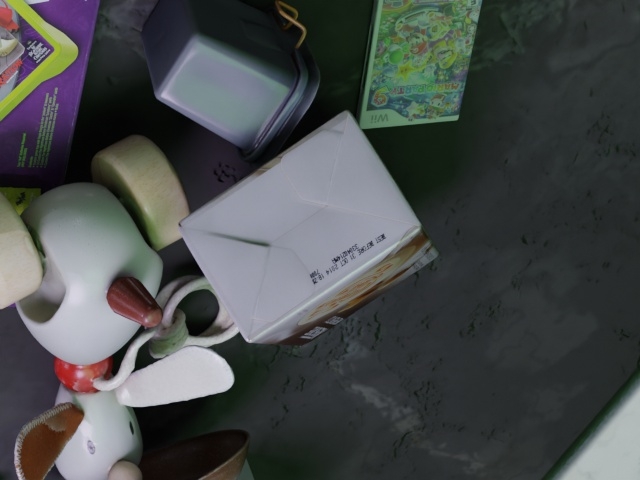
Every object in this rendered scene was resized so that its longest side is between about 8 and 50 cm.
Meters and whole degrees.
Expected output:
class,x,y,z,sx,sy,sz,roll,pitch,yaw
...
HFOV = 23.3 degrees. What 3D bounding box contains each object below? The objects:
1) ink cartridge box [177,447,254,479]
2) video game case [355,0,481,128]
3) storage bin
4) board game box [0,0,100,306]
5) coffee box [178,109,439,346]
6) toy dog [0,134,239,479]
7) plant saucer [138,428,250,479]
class,x,y,z,sx,sy,sz,roll,pitch,yaw
ink cartridge box,-0.099,0.285,1.347,0.072,0.175,0.127,14,119,-30
video game case,0.076,-0.143,1.194,0.087,0.011,0.122,-7,129,-20
storage bin,-0.065,-0.128,1.066,0.091,0.135,0.098,25,114,-27
board game box,-0.268,-0.101,1.047,0.208,0.056,0.347,-2,127,-29
coffee box,0.000,0.000,1.126,0.141,0.098,0.246,-33,172,3
toy dog,-0.147,0.081,1.120,0.220,0.161,0.334,-38,142,-7
plant saucer,-0.143,0.211,1.263,0.198,0.198,0.036,-22,97,-7
